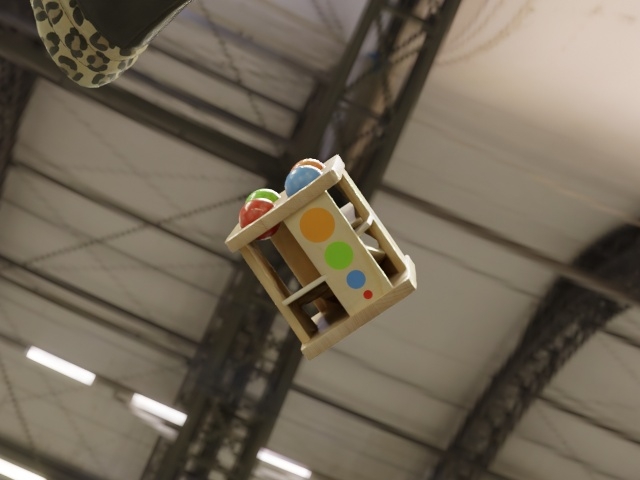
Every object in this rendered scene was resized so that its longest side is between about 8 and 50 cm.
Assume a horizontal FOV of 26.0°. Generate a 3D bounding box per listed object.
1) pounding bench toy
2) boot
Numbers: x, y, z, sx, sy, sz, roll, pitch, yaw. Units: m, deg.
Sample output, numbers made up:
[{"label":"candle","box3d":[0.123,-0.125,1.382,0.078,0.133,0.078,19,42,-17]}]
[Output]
[{"label":"pounding bench toy","box3d":[0.000,0.000,0.576,0.065,0.052,0.083,55,8,-6]},{"label":"boot","box3d":[-0.094,-0.214,0.735,0.085,0.236,0.178,10,-33,-44]}]
